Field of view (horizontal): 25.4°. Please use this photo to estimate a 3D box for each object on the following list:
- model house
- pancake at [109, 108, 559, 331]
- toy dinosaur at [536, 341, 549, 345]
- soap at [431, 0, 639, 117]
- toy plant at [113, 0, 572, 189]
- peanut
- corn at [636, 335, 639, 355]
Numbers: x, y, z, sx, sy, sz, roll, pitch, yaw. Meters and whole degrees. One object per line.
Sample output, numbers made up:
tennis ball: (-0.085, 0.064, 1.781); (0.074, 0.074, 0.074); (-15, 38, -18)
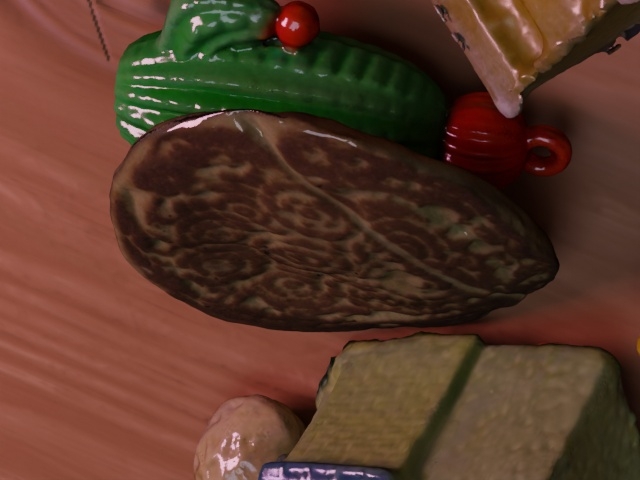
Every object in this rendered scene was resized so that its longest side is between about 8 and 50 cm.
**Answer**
model house: (0.066, 0.181, 0.824); (0.214, 0.189, 0.195); (0, 120, 32)
pancake: (0.000, 0.001, 0.781); (0.250, 0.031, 0.250); (6, 155, 3)
toy dinosaur: (0.242, 0.142, 0.829); (0.279, 0.055, 0.101); (45, 126, 9)
soap: (0.074, -0.188, 0.632); (0.233, 0.076, 0.135); (59, 151, 9)
toy plant: (0.002, -0.057, 0.792); (0.240, 0.088, 0.155); (25, 137, -8)
peanut: (-0.046, 0.194, 0.950); (0.098, 0.090, 0.214); (45, 134, 45)
corn: (0.342, 0.053, 0.703); (0.363, 0.120, 0.120); (-5, 116, 23)
